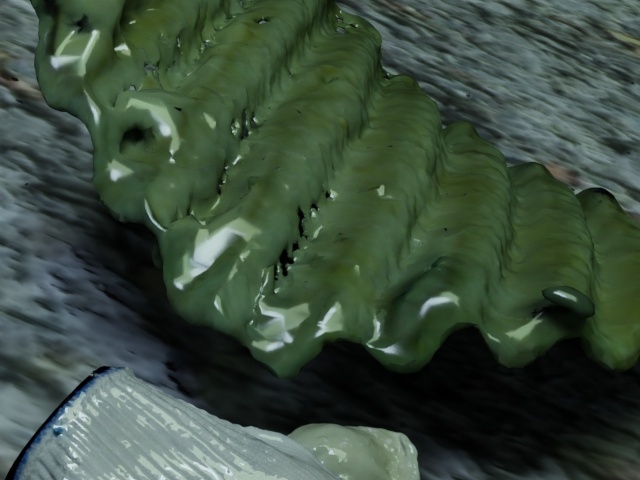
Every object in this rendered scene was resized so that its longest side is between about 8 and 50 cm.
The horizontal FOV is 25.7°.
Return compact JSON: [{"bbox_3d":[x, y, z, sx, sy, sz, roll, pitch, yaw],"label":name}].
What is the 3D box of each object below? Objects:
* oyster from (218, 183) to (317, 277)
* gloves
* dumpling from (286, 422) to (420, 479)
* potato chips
[{"bbox_3d":[0.000,-0.001,0.802,0.132,0.029,0.086,19,31,2],"label":"oyster"},{"bbox_3d":[-0.013,0.127,0.537,0.229,0.097,0.119,23,36,17],"label":"gloves"},{"bbox_3d":[0.002,0.110,0.607,0.076,0.052,0.057,6,22,-23],"label":"dumpling"},{"bbox_3d":[0.041,-0.043,0.774,0.373,0.097,0.389,39,26,18],"label":"potato chips"}]
